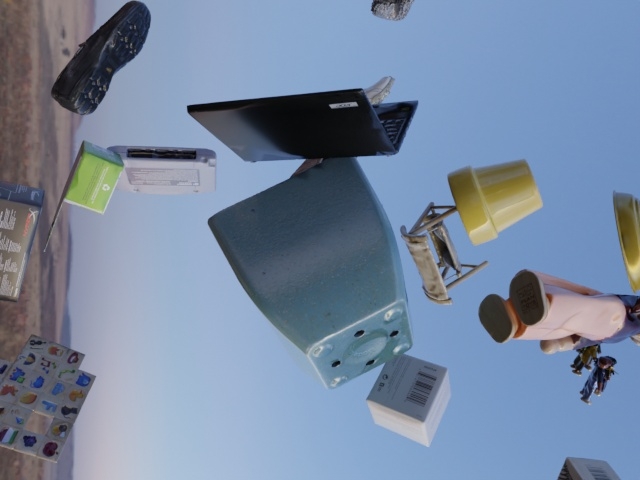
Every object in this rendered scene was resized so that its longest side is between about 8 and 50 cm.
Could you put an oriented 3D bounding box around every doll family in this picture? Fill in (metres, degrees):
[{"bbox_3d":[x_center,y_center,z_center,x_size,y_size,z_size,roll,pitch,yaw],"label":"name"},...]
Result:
[{"bbox_3d":[0.594,0.264,1.086,0.193,0.075,0.111,-74,179,-60],"label":"doll family"}]

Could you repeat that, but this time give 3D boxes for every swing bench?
[{"bbox_3d":[0.394,0.036,1.671,0.165,0.254,0.253,2,-59,52],"label":"swing bench"}]

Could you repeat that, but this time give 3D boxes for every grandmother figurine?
[{"bbox_3d":[0.420,0.110,0.750,0.208,0.342,0.104,137,-44,-54],"label":"grandmother figurine"}]

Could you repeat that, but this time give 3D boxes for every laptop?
[{"bbox_3d":[-0.007,-0.187,0.700,0.264,0.234,0.137,-62,146,-47],"label":"laptop"}]

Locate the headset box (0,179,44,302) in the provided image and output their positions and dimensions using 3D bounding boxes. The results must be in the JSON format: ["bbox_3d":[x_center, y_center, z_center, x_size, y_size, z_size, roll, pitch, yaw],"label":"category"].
[{"bbox_3d":[-0.708,-0.020,0.949,0.110,0.293,0.218,45,-63,55],"label":"headset box"}]

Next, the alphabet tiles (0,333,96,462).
[{"bbox_3d":[-0.570,0.298,0.996,0.009,0.198,0.237,-50,-158,31],"label":"alphabet tiles"}]

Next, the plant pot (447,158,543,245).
[{"bbox_3d":[0.560,-0.140,1.602,0.238,0.254,0.254,-21,-117,19],"label":"plant pot"}]

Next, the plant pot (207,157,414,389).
[{"bbox_3d":[0.014,0.070,0.766,0.252,0.247,0.247,60,-6,39],"label":"plant pot"}]

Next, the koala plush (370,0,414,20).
[{"bbox_3d":[0.097,-0.563,0.956,0.203,0.221,0.196,-110,-143,-84],"label":"koala plush"}]

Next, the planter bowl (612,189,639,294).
[{"bbox_3d":[0.656,-0.005,1.003,0.090,0.217,0.217,-13,-106,34],"label":"planter bowl"}]

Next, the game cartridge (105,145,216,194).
[{"bbox_3d":[-0.449,-0.197,1.449,0.196,0.294,0.060,113,-26,-60],"label":"game cartridge"}]

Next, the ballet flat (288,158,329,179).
[{"bbox_3d":[0.047,-0.183,1.059,0.106,0.107,0.316,18,-110,46],"label":"ballet flat"}]

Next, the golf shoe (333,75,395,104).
[{"bbox_3d":[0.059,-0.255,0.920,0.086,0.176,0.069,45,-11,3],"label":"golf shoe"}]

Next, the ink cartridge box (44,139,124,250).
[{"bbox_3d":[-0.585,-0.103,1.242,0.255,0.097,0.189,-65,-150,7],"label":"ink cartridge box"}]

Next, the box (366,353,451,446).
[{"bbox_3d":[0.144,0.251,0.807,0.101,0.101,0.087,13,-39,31],"label":"box"}]

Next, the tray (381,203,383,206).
[{"bbox_3d":[0.000,0.000,1.594,0.076,0.410,0.203,-74,158,-57],"label":"tray"}]

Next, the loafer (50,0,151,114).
[{"bbox_3d":[-0.369,-0.315,0.843,0.223,0.078,0.076,-59,166,-10],"label":"loafer"}]

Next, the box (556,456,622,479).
[{"bbox_3d":[0.519,0.584,1.016,0.113,0.094,0.275,-101,-159,-71],"label":"box"}]
